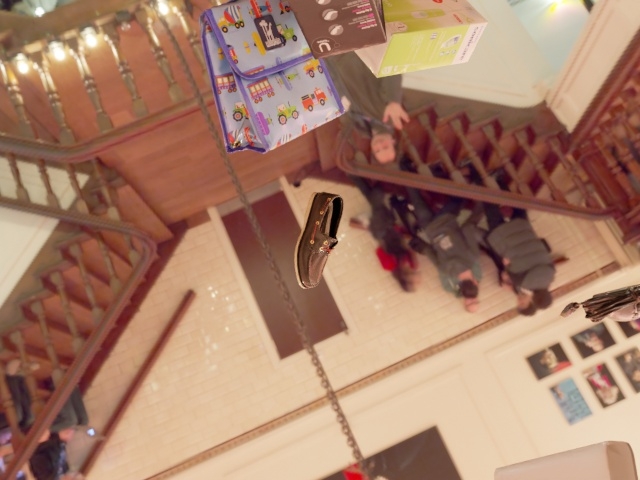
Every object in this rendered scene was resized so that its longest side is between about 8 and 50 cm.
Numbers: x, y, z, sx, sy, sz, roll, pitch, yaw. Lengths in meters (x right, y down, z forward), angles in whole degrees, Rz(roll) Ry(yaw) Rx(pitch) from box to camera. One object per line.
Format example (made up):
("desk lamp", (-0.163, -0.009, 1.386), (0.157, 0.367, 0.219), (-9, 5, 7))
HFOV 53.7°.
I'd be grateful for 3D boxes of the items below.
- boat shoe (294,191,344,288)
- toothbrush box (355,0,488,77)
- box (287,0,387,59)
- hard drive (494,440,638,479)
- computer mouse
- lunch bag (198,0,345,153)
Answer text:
("boat shoe", (-0.001, 0.000, 0.840), (0.042, 0.132, 0.049), (6, 170, 36))
("toothbrush box", (0.206, -0.507, 1.473), (0.284, 0.206, 0.122), (-16, 149, -29))
("box", (0.012, -0.466, 1.069), (0.144, 0.165, 0.270), (-10, 153, 15))
("hard drive", (0.372, 0.454, 0.975), (0.047, 0.232, 0.353), (7, 153, -8))
("computer mouse", (0.507, 0.120, 1.103), (0.184, 0.060, 0.262), (-16, 170, 6))
("lunch bag", (-0.107, -0.343, 1.218), (0.221, 0.293, 0.138), (-34, -153, -34))
